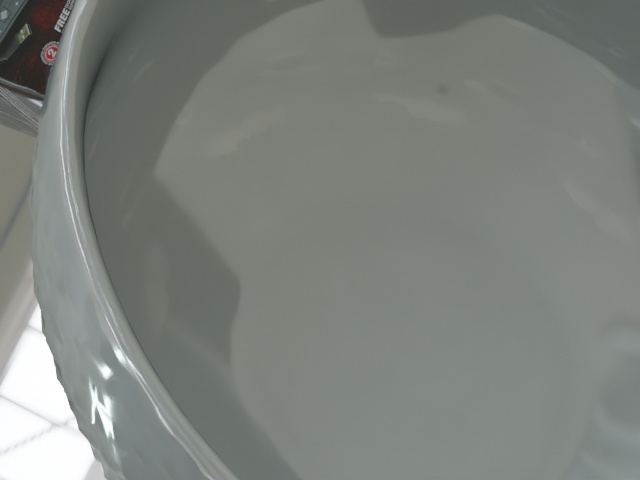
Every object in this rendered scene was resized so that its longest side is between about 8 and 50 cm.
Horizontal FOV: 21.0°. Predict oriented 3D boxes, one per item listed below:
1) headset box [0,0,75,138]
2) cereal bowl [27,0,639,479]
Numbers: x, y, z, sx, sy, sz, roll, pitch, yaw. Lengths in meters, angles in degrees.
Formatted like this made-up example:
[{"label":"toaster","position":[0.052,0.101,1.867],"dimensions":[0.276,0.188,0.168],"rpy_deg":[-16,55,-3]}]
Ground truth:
[{"label":"headset box","position":[-0.175,-0.183,0.883],"dimensions":[0.218,0.293,0.110],"rpy_deg":[-64,-28,-9]},{"label":"cereal bowl","position":[0.054,0.018,0.623],"dimensions":[0.339,0.339,0.141],"rpy_deg":[-47,-6,-37]}]
